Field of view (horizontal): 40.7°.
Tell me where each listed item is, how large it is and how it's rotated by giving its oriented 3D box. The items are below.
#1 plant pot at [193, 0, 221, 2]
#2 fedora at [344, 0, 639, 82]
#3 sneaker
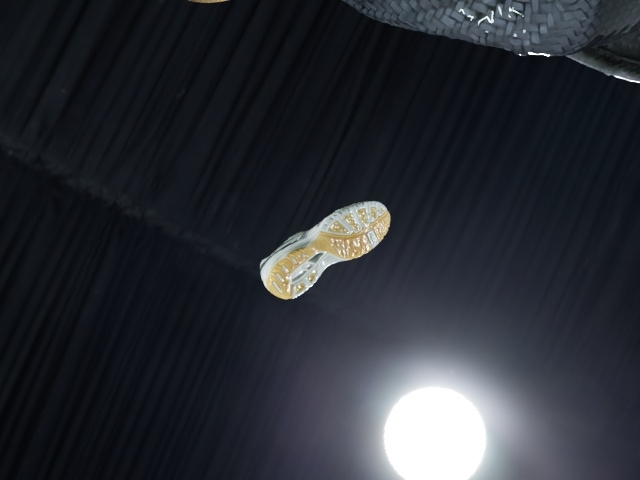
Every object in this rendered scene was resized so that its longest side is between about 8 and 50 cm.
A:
[{"bbox_3d":[-0.104,-0.340,0.719,0.205,0.205,0.188,20,165,36],"label":"plant pot"},{"bbox_3d":[0.067,-0.182,0.365,0.334,0.152,0.334,46,159,24],"label":"fedora"},{"bbox_3d":[0.000,0.000,0.499,0.032,0.083,0.037,64,167,-21],"label":"sneaker"}]
